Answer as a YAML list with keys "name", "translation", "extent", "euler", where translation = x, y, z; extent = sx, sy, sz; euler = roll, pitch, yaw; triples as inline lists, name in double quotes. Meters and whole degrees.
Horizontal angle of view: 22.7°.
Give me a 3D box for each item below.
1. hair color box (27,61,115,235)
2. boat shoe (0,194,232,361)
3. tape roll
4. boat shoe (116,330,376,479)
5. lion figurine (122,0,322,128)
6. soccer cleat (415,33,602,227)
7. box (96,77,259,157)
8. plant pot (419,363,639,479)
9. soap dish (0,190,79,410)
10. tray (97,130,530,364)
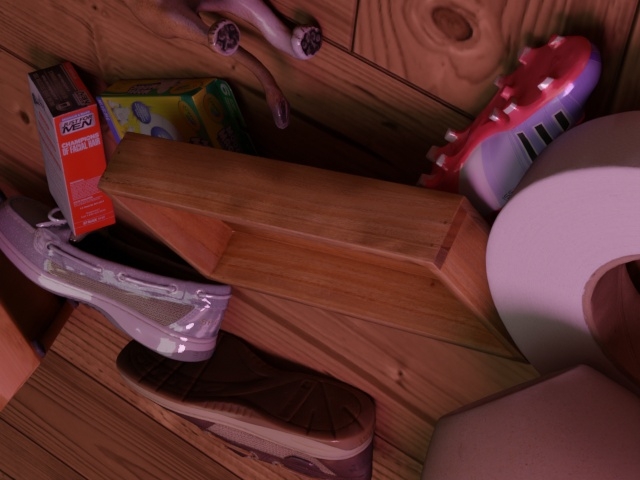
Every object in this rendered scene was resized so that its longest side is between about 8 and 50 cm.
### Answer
- name: "hair color box"
  translation: [-0.272, -0.100, 1.748]
  extent: [0.093, 0.053, 0.167]
  euler: [-126, 23, -43]
- name: "boat shoe"
  translation: [-0.241, 0.024, 1.823]
  extent: [0.320, 0.118, 0.103]
  euler: [31, 108, 24]
- name: "tape roll"
  translation: [0.316, 0.060, 1.262]
  extent: [0.392, 0.072, 0.392]
  euler: [26, 148, 18]
- name: "boat shoe"
  translation: [-0.086, 0.200, 1.818]
  extent: [0.342, 0.123, 0.123]
  euler: [15, 132, 28]
- name: "lion figurine"
  translation: [-0.158, -0.281, 1.423]
  extent: [0.240, 0.142, 0.392]
  euler: [21, 142, 41]
- name: "soccer cleat"
  translation: [0.173, -0.087, 1.331]
  extent: [0.095, 0.083, 0.248]
  euler: [28, 144, -14]
- name: "box"
  translation: [-0.144, -0.114, 1.643]
  extent: [0.179, 0.043, 0.105]
  euler: [2, 125, 42]
- name: "plant pot"
  translation: [0.191, 0.212, 1.309]
  extent: [0.284, 0.284, 0.191]
  euler: [-27, 83, 53]
- name: "soap dish"
  translation: [-0.404, 0.062, 1.896]
  extent: [0.118, 0.291, 0.229]
  euler: [-32, 101, 8]
- name: "tray"
  translation: [0.000, 0.000, 1.509]
  extent: [0.411, 0.076, 0.203]
  euler: [14, 161, 39]
